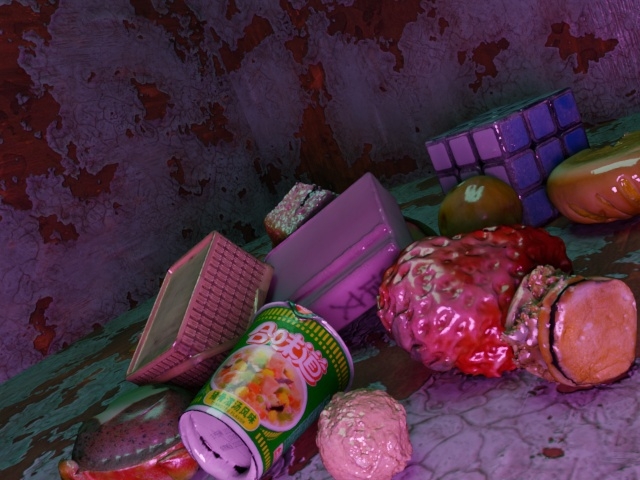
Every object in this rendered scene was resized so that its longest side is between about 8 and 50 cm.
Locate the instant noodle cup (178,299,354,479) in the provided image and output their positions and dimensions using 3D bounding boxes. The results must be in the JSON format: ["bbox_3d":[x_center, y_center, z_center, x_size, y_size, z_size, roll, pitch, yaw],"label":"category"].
[{"bbox_3d":[-0.090,0.237,0.910,0.207,0.207,0.232,-14,19,40],"label":"instant noodle cup"}]

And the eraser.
[{"bbox_3d":[0.022,0.057,1.269,0.359,0.122,0.272,-37,36,20],"label":"eraser"}]

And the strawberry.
[{"bbox_3d":[0.247,0.058,0.934,0.336,0.149,0.265,-29,37,-17],"label":"strawberry"}]

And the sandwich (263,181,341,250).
[{"bbox_3d":[-0.001,0.000,1.604,0.262,0.326,0.131,-24,28,-27],"label":"sandwich"}]

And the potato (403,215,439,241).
[{"bbox_3d":[0.209,-0.006,1.469,0.269,0.112,0.255,25,10,17],"label":"potato"}]

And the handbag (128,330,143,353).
[{"bbox_3d":[-0.344,0.242,1.682,0.282,0.133,0.401,-16,10,8],"label":"handbag"}]

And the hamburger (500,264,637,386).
[{"bbox_3d":[0.309,0.112,0.770,0.184,0.160,0.131,-4,6,-23],"label":"hamburger"}]

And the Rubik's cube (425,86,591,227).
[{"bbox_3d":[0.525,-0.210,1.634,0.300,0.306,0.303,-26,8,-23],"label":"Rubik's cube"}]

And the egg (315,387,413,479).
[{"bbox_3d":[0.055,0.243,0.738,0.116,0.118,0.140,-36,-6,25],"label":"egg"}]

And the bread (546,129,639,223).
[{"bbox_3d":[0.678,-0.137,1.313,0.332,0.160,0.333,-24,9,4],"label":"bread"}]

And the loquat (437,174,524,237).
[{"bbox_3d":[0.386,-0.051,1.427,0.212,0.213,0.213,-22,9,4],"label":"loquat"}]

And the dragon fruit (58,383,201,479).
[{"bbox_3d":[-0.299,0.338,1.015,0.295,0.130,0.268,-14,17,39],"label":"dragon fruit"}]

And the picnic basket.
[{"bbox_3d":[-0.243,0.176,1.241,0.228,0.175,0.313,-33,32,40],"label":"picnic basket"}]
